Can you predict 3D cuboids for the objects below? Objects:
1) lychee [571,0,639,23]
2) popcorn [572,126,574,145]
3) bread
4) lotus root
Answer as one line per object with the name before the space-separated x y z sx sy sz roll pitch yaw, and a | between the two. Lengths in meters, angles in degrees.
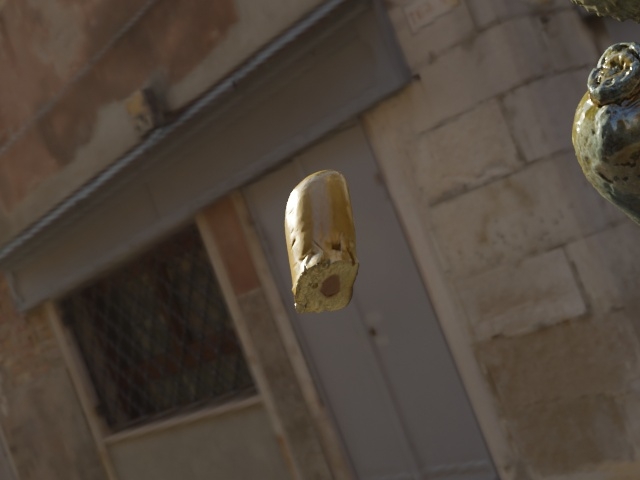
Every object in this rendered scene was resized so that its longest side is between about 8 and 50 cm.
lychee | 0.428 -0.429 1.418 0.255 0.255 0.274 -23 -26 34
popcorn | 0.476 -0.165 1.705 0.120 0.106 0.116 11 -23 -13
bread | -0.002 0.000 1.370 0.085 0.173 0.134 -1 -37 -7
lotus root | 0.428 -0.079 1.244 0.175 0.349 0.175 -40 23 21
